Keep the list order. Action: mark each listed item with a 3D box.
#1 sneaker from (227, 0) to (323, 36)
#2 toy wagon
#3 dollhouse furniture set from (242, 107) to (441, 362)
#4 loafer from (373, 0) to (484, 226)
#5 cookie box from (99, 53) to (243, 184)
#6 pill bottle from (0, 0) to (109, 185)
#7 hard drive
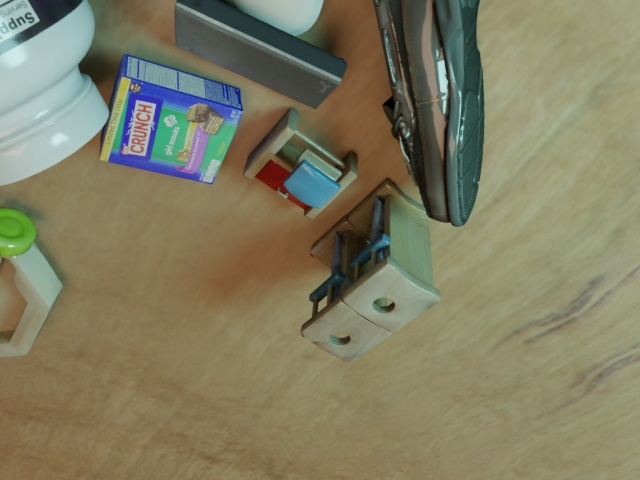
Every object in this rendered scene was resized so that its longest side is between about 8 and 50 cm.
[{"bbox_3d":[-0.059,-0.256,0.398,0.105,0.123,0.290,-6,130,9],"label":"sneaker"},{"bbox_3d":[-0.479,0.018,0.706,0.344,0.068,0.267,29,126,-16],"label":"toy wagon"},{"bbox_3d":[0.000,0.000,0.595,0.183,0.129,0.129,33,125,-21],"label":"dollhouse furniture set"},{"bbox_3d":[0.087,-0.137,0.513,0.084,0.096,0.268,8,126,26],"label":"loafer"},{"bbox_3d":[-0.136,-0.106,0.564,0.107,0.040,0.092,11,131,-25],"label":"cookie box"},{"bbox_3d":[-0.284,-0.203,0.428,0.181,0.181,0.323,-11,128,15],"label":"pill bottle"},{"bbox_3d":[-0.051,-0.153,0.508,0.135,0.094,0.022,22,84,-11],"label":"hard drive"}]
